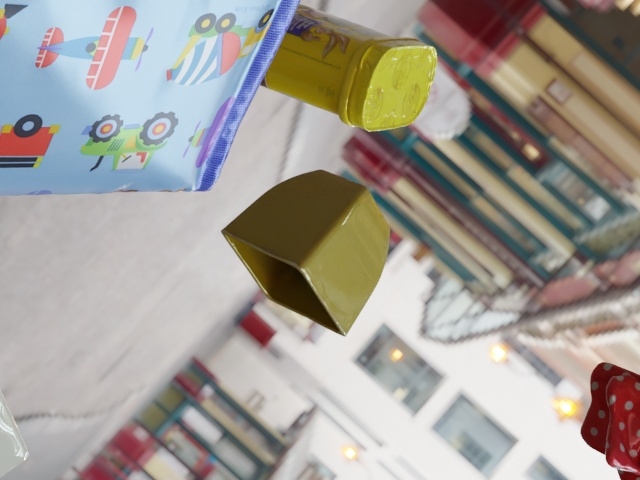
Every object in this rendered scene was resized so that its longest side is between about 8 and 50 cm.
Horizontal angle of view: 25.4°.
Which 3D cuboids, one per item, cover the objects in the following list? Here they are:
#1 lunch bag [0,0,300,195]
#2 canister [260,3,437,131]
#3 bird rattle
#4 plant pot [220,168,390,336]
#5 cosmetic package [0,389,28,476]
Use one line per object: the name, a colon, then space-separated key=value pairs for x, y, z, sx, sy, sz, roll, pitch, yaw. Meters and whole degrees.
lunch bag: x=-0.099 y=-0.156 z=0.620 sx=0.221 sy=0.138 sz=0.293 roll=-3 pitch=146 yaw=-40
canister: x=-0.005 y=-0.154 z=1.186 sx=0.126 sy=0.170 sz=0.073 roll=-16 pitch=126 yaw=-60
bird rattle: x=0.369 y=0.151 z=1.264 sx=0.207 sy=0.253 sz=0.143 roll=-61 pitch=156 yaw=-13
plant pot: x=0.000 y=0.000 z=0.970 sx=0.083 sy=0.081 sz=0.081 roll=-49 pitch=136 yaw=-17
cosmetic package: x=-0.324 y=0.076 z=1.008 sx=0.129 sy=0.153 sz=0.296 roll=-35 pitch=151 yaw=-19
